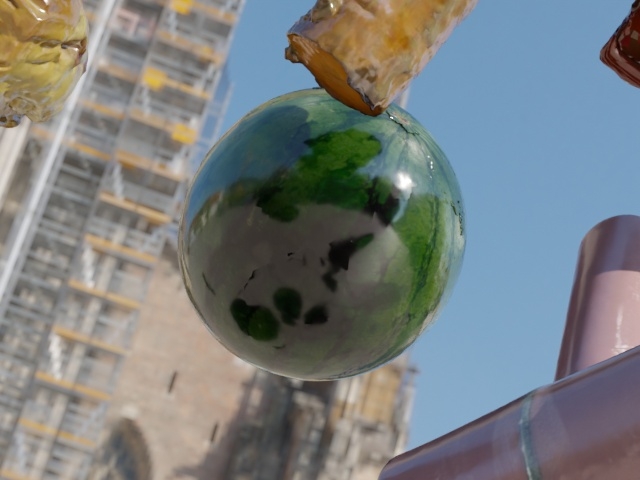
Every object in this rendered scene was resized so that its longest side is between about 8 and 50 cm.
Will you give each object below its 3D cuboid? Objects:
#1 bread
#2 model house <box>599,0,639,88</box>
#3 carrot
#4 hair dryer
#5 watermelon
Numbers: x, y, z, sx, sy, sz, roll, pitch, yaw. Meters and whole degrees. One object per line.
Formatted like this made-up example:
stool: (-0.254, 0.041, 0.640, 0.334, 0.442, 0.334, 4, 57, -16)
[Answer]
bread: (-0.242, -0.136, 0.906, 0.210, 0.099, 0.235, 27, -3, -6)
model house: (0.308, -0.176, 0.945, 0.196, 0.254, 0.160, 32, -45, 3)
carrot: (0.095, -0.202, 1.144, 0.102, 0.263, 0.102, 45, -8, 9)
hair dryer: (0.164, 0.062, 0.785, 0.210, 0.352, 0.125, -29, -72, 25)
watermelon: (0.002, -0.004, 1.267, 0.242, 0.242, 0.242, 13, -26, 6)
